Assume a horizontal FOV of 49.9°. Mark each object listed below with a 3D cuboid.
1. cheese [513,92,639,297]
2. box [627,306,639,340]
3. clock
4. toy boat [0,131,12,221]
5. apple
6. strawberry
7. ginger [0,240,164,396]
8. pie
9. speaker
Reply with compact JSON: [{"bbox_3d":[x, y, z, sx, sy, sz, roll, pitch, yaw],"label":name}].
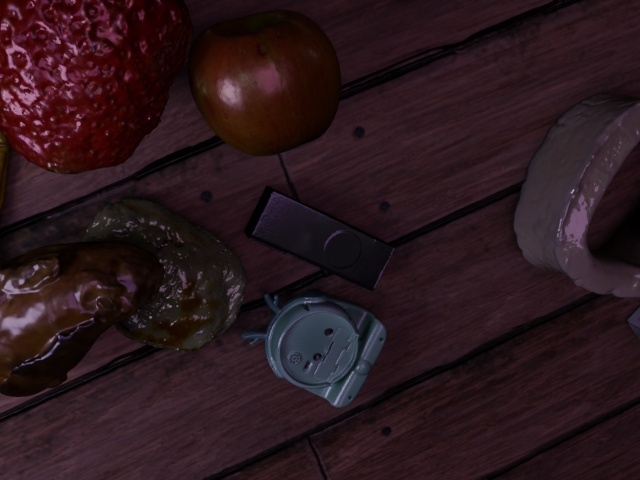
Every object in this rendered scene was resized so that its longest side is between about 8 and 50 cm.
[{"bbox_3d":[0.487,-0.063,1.105,0.292,0.153,0.332,36,94,-20],"label":"cheese"},{"bbox_3d":[0.716,0.099,1.183,0.299,0.200,0.106,-45,112,-1],"label":"box"},{"bbox_3d":[-0.014,0.159,1.076,0.210,0.066,0.159,24,96,-19],"label":"clock"},{"bbox_3d":[-0.469,-0.035,0.874,0.141,0.099,0.318,13,94,-53],"label":"toy boat"},{"bbox_3d":[-0.069,-0.203,0.902,0.195,0.196,0.196,-4,105,-14],"label":"apple"},{"bbox_3d":[-0.282,-0.215,0.810,0.257,0.257,0.277,4,91,-16],"label":"strawberry"},{"bbox_3d":[-0.350,0.097,0.867,0.321,0.172,0.165,-28,68,27],"label":"ginger"},{"bbox_3d":[-0.231,0.064,0.979,0.247,0.090,0.201,31,99,-16],"label":"pie"},{"bbox_3d":[0.000,0.000,1.048,0.218,0.044,0.082,25,97,-20],"label":"speaker"}]
